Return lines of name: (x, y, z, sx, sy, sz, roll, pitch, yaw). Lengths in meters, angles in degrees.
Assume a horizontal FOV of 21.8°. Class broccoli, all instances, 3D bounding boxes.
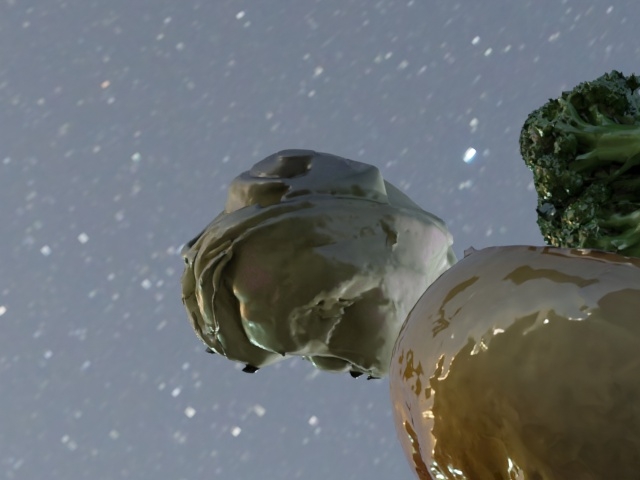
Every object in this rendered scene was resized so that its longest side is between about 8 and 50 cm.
broccoli: (0.298, -0.043, 1.426, 0.270, 0.270, 0.270, 38, -38, 3)

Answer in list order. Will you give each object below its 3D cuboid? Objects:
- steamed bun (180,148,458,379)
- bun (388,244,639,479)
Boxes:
steamed bun: (0.000, 0.000, 1.725, 0.268, 0.280, 0.207, 12, -64, 23)
bun: (0.172, 0.125, 0.811, 0.299, 0.299, 0.165, 19, -99, 17)
